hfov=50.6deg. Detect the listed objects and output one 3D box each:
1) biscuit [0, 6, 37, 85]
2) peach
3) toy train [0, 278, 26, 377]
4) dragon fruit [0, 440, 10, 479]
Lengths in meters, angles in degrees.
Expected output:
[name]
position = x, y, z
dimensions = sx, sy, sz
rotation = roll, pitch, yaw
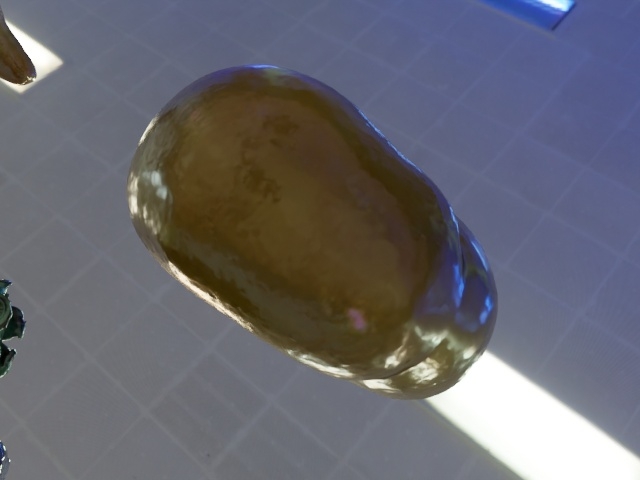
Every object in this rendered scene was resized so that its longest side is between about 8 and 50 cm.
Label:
[biscuit]
position = -0.387, -0.283, 0.728
dimensions = 0.164, 0.207, 0.047
rotation = 34, -128, 23
[peach]
position = 0.000, 0.000, 0.424
dimensions = 0.251, 0.251, 0.153
rotation = 44, -80, 27
[toy train]
position = -0.252, 0.093, 0.458
dimensions = 0.071, 0.038, 0.147
rotation = 16, -102, 8
[dragon fruit]
position = -0.362, 0.267, 0.458
dimensions = 0.204, 0.221, 0.283
rotation = 19, -155, -17
